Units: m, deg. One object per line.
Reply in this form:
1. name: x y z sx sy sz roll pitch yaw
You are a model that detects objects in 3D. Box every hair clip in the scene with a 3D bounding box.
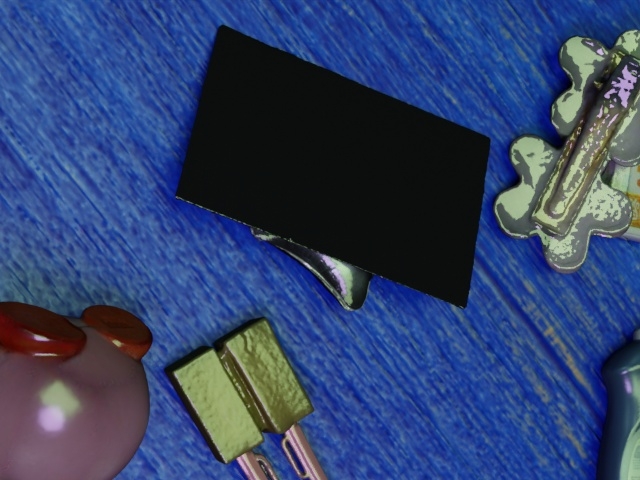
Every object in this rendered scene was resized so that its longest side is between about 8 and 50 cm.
1. hair clip: 0.271 -0.095 1.550 0.146 0.075 0.257 27 92 -2

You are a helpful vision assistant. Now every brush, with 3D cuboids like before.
1. brush: -0.044 0.195 1.440 0.103 0.047 0.233 -30 96 -19

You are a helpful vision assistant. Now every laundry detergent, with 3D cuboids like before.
1. laundry detergent: 0.325 0.181 1.558 0.097 0.061 0.206 6 82 -16

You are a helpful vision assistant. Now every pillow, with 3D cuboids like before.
1. pillow: 0.001 -0.001 1.468 0.136 0.055 0.091 41 73 -12

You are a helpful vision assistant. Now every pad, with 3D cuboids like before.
1. pad: 0.020 -0.070 1.475 0.300 0.005 0.202 21 59 -16

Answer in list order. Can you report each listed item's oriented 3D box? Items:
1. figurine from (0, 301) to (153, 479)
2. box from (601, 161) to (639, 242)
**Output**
1. figurine: -0.229 0.143 1.322 0.173 0.173 0.173 2 84 -19
2. box: 0.394 -0.045 1.620 0.220 0.032 0.122 12 81 -18
